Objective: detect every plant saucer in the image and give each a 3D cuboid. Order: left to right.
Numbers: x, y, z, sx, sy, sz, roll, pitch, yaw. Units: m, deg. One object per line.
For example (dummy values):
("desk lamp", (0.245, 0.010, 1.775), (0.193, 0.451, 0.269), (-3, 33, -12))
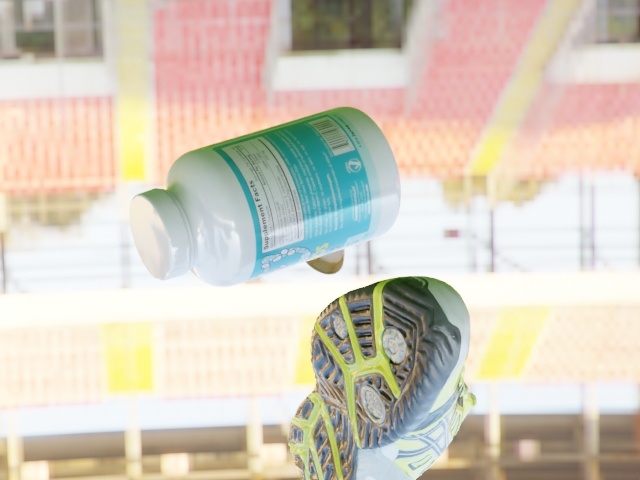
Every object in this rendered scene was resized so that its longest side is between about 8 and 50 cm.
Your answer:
("plant saucer", (0.000, 0.000, 2.224), (0.083, 0.083, 0.015), (7, -147, 45))

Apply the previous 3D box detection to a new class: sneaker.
("sneaker", (0.076, 0.132, 1.842), (0.147, 0.145, 0.385), (-22, 160, -25))

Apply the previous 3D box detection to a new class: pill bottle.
("pill bottle", (-0.060, -0.039, 1.987), (0.264, 0.146, 0.146), (-18, -165, -26))
